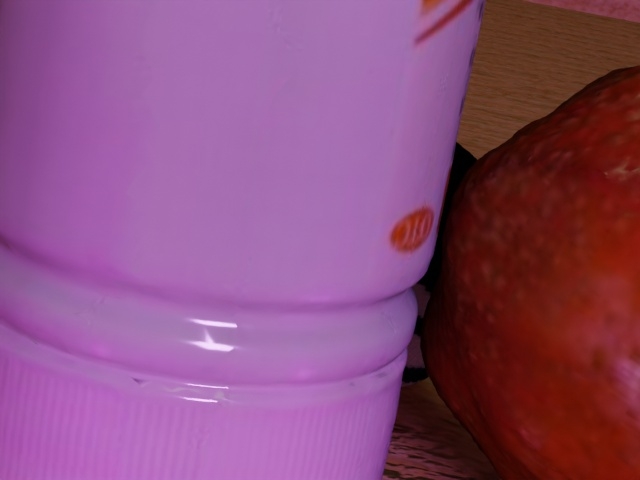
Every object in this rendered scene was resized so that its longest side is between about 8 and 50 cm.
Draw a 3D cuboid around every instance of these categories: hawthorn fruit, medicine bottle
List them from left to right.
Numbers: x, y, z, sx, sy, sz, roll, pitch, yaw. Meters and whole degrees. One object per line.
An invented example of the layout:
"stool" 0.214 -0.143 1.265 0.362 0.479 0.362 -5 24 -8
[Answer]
"medicine bottle" -0.044 -0.049 0.773 0.202 0.315 0.202 11 16 -3
"hawthorn fruit" 0.166 0.050 0.774 0.253 0.205 0.205 41 30 26

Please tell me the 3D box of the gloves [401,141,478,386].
"gloves" 0.003 0.015 0.957 0.140 0.131 0.219 17 -29 -35
